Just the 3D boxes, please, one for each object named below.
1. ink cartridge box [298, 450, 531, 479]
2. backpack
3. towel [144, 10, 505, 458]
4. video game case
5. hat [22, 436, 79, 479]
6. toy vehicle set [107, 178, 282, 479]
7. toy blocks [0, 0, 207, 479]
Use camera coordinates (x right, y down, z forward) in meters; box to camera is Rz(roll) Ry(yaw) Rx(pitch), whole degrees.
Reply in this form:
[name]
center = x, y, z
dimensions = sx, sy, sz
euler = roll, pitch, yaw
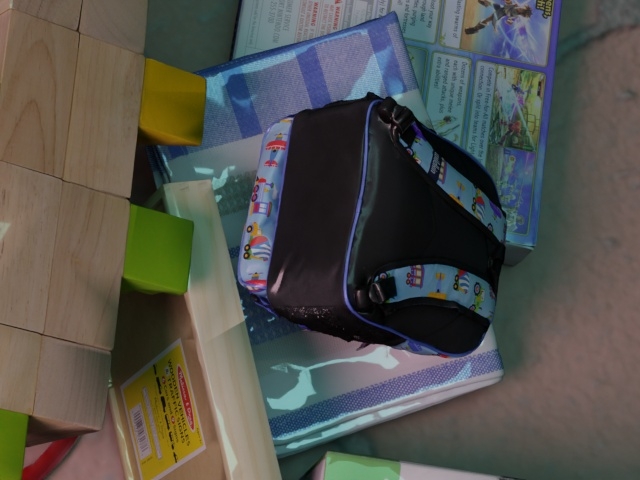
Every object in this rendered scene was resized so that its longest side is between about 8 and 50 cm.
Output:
[ink cartridge box]
center = 0.091, 0.211, 1.161
dimensions = 0.219, 0.160, 0.092
euler = 10, 72, -6
[backpack]
center = 0.045, 0.000, 1.155
dimensions = 0.173, 0.117, 0.158
euler = 25, 67, -48
[towel]
center = 0.000, 0.000, 1.227
dimensions = 0.209, 0.034, 0.285
euler = -17, 93, -7
[video game case]
center = 0.054, -0.133, 1.316
dimensions = 0.244, 0.061, 0.269
euler = 11, 72, -6
[hat]
center = -0.235, 0.251, 1.159
dimensions = 0.208, 0.183, 0.173
euler = -47, 68, 23
[toy vehicle set]
center = -0.092, 0.113, 1.154
dimensions = 0.035, 0.166, 0.266
euler = -5, 73, -30
[toy blocks]
center = -0.232, -0.010, 1.123
dimensions = 0.191, 0.261, 0.381
euler = 17, 68, -35
